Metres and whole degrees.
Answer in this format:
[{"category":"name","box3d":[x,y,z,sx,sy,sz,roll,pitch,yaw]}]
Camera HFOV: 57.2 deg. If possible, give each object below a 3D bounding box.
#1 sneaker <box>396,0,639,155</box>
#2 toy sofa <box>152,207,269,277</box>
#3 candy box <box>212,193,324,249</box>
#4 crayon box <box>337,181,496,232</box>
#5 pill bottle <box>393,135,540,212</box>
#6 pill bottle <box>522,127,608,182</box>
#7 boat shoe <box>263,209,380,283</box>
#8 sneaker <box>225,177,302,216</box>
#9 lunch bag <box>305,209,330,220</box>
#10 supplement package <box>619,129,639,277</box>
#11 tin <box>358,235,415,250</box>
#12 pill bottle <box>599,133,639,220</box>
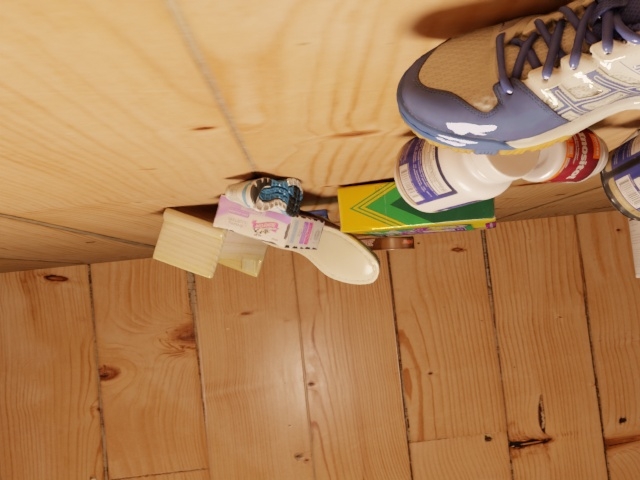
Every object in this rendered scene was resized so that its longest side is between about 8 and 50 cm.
[{"category":"sneaker","box3d":[0.198,-0.143,0.409,0.296,0.112,0.131,-8,159,10]},{"category":"toy sofa","box3d":[-0.241,-0.014,1.428,0.150,0.177,0.362,19,-178,12]},{"category":"candy box","box3d":[-0.103,-0.036,1.232,0.164,0.070,0.196,17,-176,18]},{"category":"crayon box","box3d":[0.235,-0.072,1.335,0.312,0.106,0.363,-4,177,16]},{"category":"pill bottle","box3d":[0.183,-0.102,0.749,0.111,0.112,0.186,-4,176,-22]},{"category":"pill bottle","box3d":[0.349,-0.126,0.848,0.151,0.086,0.086,-4,176,-38]},{"category":"boat shoe","box3d":[0.000,0.000,1.364,0.324,0.117,0.096,22,-156,18]},{"category":"sneaker","box3d":[-0.100,-0.084,1.057,0.082,0.072,0.190,7,180,28]},{"category":"lunch bag","box3d":[-0.017,-0.048,1.637,0.098,0.065,0.067,-5,177,-2]},{"category":"supplement package","box3d":[0.602,-0.063,0.986,0.138,0.244,0.134,-6,176,15]},{"category":"tin","box3d":[0.160,0.009,1.514,0.106,0.040,0.189,3,176,-37]},{"category":"pill bottle","box3d":[0.513,-0.118,0.812,0.122,0.123,0.219,-4,163,-23]}]
